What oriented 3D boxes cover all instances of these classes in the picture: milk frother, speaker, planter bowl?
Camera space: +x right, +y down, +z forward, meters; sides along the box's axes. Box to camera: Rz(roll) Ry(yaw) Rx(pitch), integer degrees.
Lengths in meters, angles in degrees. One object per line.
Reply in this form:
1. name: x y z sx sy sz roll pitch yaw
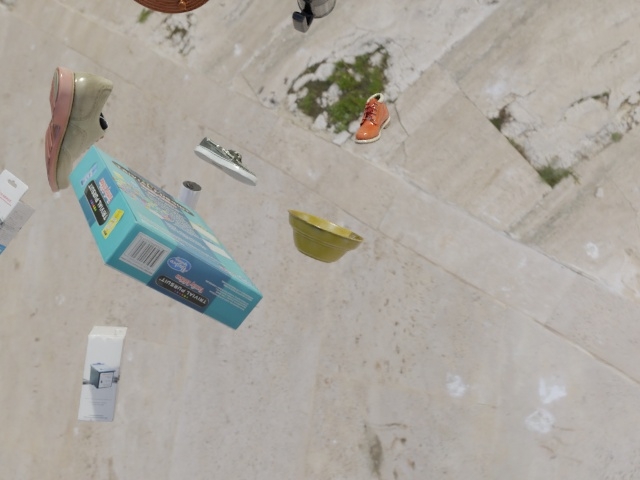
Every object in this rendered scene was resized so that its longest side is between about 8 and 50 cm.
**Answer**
1. milk frother: -0.048 -0.506 1.188 0.143 0.135 0.129 42 95 -1
2. speaker: -0.358 -0.089 1.573 0.055 0.055 0.136 42 120 32
3. planter bowl: 0.000 0.000 1.534 0.217 0.217 0.090 26 99 33

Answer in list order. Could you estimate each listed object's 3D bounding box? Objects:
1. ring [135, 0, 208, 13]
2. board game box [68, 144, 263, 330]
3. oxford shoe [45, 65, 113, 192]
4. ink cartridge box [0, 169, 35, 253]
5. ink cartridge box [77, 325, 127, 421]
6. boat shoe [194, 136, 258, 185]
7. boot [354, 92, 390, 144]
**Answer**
1. ring: -0.434 -0.780 1.642 0.336 0.336 0.032 -25 42 25
2. board game box: -0.270 -0.011 1.008 0.079 0.254 0.336 -51 39 3
3. oxford shoe: -0.632 -0.265 1.554 0.397 0.146 0.140 -53 46 45
4. ink cartridge box: -0.743 -0.062 1.386 0.104 0.060 0.180 32 82 24
5. ink cartridge box: -0.497 0.301 1.369 0.139 0.082 0.191 -178 93 -75
6. boat shoe: -0.274 -0.242 1.797 0.219 0.078 0.070 31 76 5
7. boot: 0.115 -0.282 1.386 0.059 0.085 0.158 5 38 25
